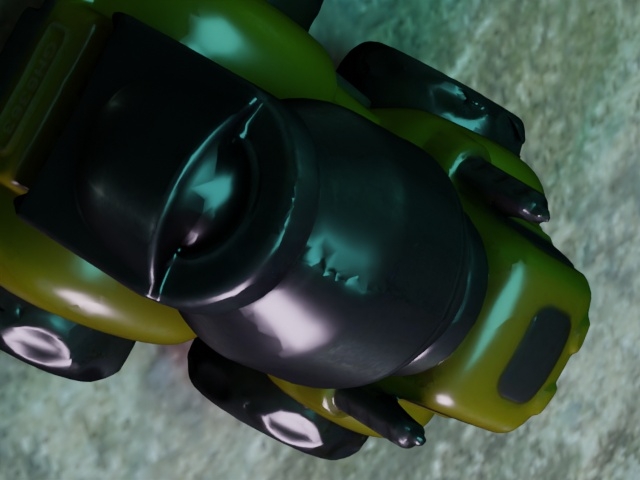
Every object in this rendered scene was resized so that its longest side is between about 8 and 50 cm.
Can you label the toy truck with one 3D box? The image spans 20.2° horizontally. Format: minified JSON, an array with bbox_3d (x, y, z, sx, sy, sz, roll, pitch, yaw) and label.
[{"bbox_3d":[0.000,0.000,0.557,0.224,0.165,0.147,28,93,-42],"label":"toy truck"}]
